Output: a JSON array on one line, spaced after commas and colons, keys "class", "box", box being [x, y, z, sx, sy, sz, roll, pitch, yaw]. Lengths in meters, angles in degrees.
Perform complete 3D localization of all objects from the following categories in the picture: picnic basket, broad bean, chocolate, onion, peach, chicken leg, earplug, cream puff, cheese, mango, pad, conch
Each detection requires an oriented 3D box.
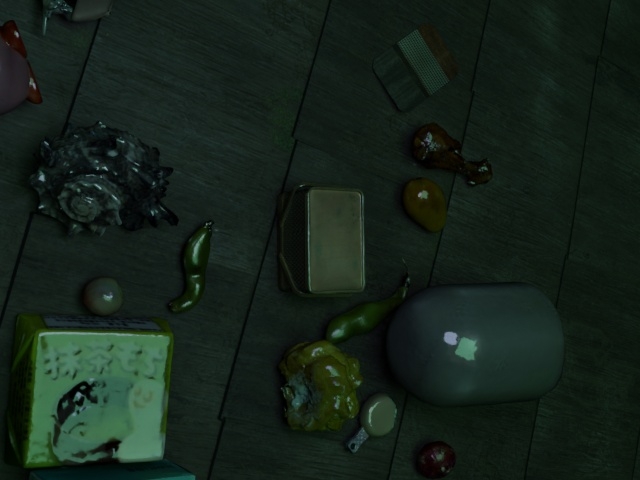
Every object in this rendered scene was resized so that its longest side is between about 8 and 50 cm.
[{"class": "picnic basket", "box": [0.000, 0.000, 1.679, 0.165, 0.139, 0.266, -1, 89, -32]}, {"class": "broad bean", "box": [-0.272, 0.056, 1.563, 0.070, 0.048, 0.213, 21, 81, -31]}, {"class": "chocolate", "box": [-0.436, 0.292, 1.403, 0.301, 0.137, 0.288, 6, 86, -31]}, {"class": "onion", "box": [0.304, 0.573, 1.884, 0.107, 0.097, 0.107, -10, 114, -24]}, {"class": "peach", "box": [-0.433, 0.111, 1.445, 0.083, 0.083, 0.083, 1, 89, -32]}, {"class": "chicken leg", "box": [0.351, -0.217, 1.943, 0.304, 0.093, 0.113, 24, 94, -37]}, {"class": "earplug", "box": [0.361, 0.261, 1.800, 0.394, 0.313, 0.312, 1, 89, -31]}, {"class": "cream puff", "box": [0.017, 0.332, 1.669, 0.195, 0.195, 0.221, -7, 97, -32]}, {"class": "broad bean", "box": [0.121, 0.171, 1.804, 0.318, 0.056, 0.098, -39, 103, -32]}, {"class": "cheese", "box": [0.129, 0.459, 1.804, 0.092, 0.047, 0.171, 35, 71, -24]}, {"class": "mango", "box": [0.277, -0.095, 1.887, 0.163, 0.089, 0.111, 35, 83, -36]}, {"class": "pad", "box": [0.311, -0.398, 1.903, 0.323, 0.055, 0.250, 47, 63, 6]}, {"class": "conch", "box": [-0.418, -0.105, 1.411, 0.313, 0.186, 0.240, 14, 109, -49]}]

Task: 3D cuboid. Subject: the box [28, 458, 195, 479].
[{"class": "box", "box": [-0.403, 0.541, 1.385, 0.311, 0.118, 0.205, 13, 87, -46]}]

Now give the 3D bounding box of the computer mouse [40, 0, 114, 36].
[{"class": "computer mouse", "box": [-0.457, -0.570, 1.429, 0.199, 0.115, 0.389, 22, 89, -13]}]

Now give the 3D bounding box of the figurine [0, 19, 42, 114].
[{"class": "figurine", "box": [-0.607, -0.304, 1.296, 0.173, 0.173, 0.173, 1, 89, -32]}]
